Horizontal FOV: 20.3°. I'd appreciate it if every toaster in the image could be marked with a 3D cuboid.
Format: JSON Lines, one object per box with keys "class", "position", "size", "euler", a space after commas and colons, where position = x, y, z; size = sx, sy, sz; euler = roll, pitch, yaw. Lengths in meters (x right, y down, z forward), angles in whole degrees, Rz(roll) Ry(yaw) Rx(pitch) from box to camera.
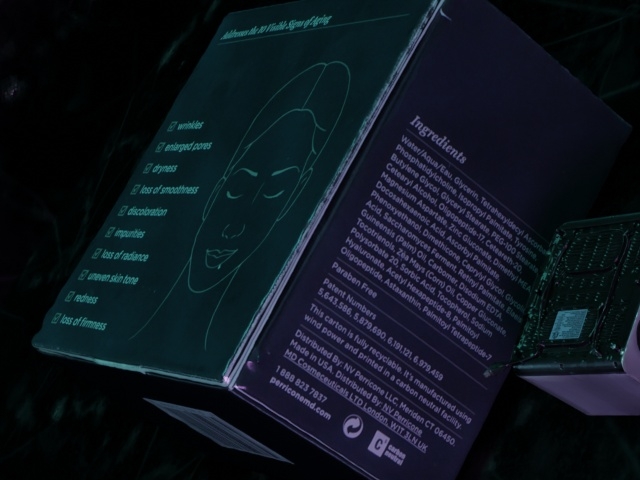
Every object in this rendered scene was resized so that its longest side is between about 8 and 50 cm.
{"class": "toaster", "position": [0.270, 0.069, 1.647], "size": [0.185, 0.110, 0.168], "euler": [-9, 53, 54]}

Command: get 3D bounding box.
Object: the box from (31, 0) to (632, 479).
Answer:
{"class": "box", "position": [0.000, 0.000, 1.936], "size": [0.480, 0.297, 0.472], "euler": [3, 62, 59]}
